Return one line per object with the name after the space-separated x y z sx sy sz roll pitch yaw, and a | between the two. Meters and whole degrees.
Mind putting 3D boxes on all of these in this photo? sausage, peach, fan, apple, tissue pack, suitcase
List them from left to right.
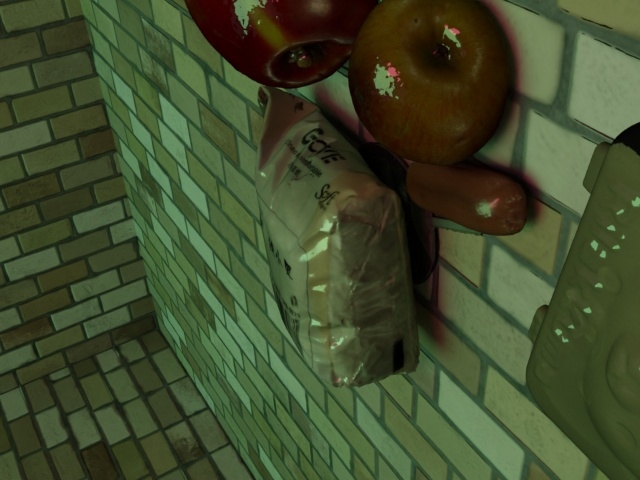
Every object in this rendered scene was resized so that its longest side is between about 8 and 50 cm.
-0.083 -0.369 1.015 0.362 0.201 0.258 65 158 8 | peach
0.000 0.000 1.151 0.375 0.195 0.390 -128 24 -49 | tissue pack
0.130 -0.012 1.104 0.294 0.012 0.223 47 150 42 | fan
0.112 -0.177 0.844 0.173 0.160 0.195 78 174 -84 | apple
0.170 -0.057 0.903 0.194 0.077 0.077 29 136 54 | sausage
0.322 0.091 0.541 0.339 0.194 0.351 47 150 35 | suitcase
